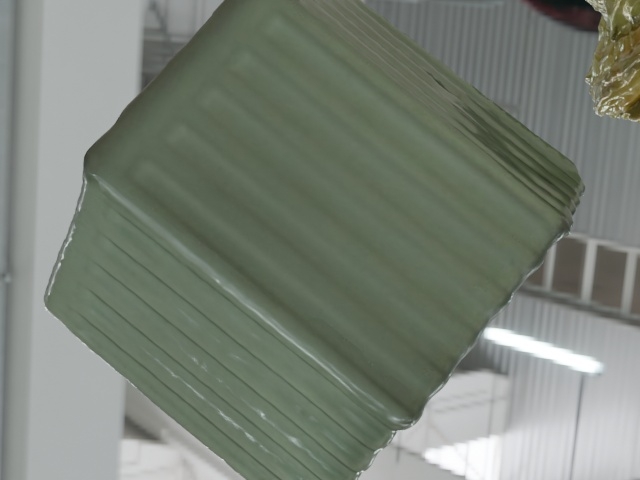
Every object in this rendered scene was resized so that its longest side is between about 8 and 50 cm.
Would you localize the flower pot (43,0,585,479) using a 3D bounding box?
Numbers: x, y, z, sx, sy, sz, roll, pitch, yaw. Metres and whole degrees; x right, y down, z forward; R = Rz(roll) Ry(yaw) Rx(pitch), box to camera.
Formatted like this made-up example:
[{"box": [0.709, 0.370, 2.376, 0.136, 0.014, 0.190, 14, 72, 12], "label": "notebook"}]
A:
[{"box": [0.000, 0.000, 0.669, 0.189, 0.209, 0.239, 39, -161, 7], "label": "flower pot"}]

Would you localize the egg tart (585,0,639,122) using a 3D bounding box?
[{"box": [0.274, -0.220, 0.877, 0.128, 0.319, 0.319, 44, -169, -3], "label": "egg tart"}]
